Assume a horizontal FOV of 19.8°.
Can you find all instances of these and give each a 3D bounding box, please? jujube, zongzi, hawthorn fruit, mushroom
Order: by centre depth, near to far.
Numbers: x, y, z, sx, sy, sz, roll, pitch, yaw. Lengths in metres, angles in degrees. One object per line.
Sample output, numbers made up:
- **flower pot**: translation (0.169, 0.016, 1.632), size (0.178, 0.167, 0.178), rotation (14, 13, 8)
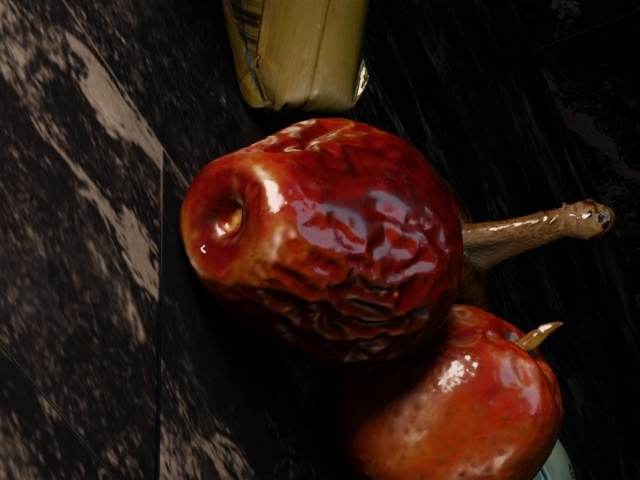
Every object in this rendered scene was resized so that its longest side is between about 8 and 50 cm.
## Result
- **jujube**: translation (0.000, 0.000, 1.331), size (0.255, 0.190, 0.190), rotation (7, 64, -56)
- **hawthorn fruit**: translation (0.115, 0.129, 1.471), size (0.179, 0.200, 0.179), rotation (42, 20, -18)
- **zongzi**: translation (-0.063, -0.251, 1.594), size (0.123, 0.289, 0.260), rotation (-4, 107, -37)
- **mushroom**: translation (0.203, -0.011, 1.965), size (0.227, 0.218, 0.148), rotation (44, 31, -61)

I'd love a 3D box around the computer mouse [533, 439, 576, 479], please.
- **computer mouse**: translation (0.182, 0.212, 1.729), size (0.288, 0.097, 0.159), rotation (-113, 179, -77)
